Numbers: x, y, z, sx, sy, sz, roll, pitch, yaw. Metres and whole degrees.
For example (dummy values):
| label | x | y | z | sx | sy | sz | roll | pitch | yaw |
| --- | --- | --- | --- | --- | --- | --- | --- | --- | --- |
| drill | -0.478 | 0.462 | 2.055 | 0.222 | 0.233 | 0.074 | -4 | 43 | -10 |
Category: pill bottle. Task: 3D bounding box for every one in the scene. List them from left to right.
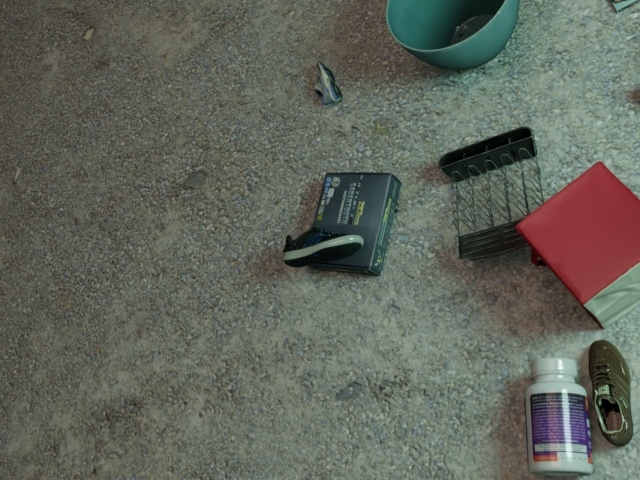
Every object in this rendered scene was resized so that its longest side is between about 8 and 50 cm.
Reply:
| label | x | y | z | sx | sy | sz | roll | pitch | yaw |
| --- | --- | --- | --- | --- | --- | --- | --- | --- | --- |
| pill bottle | 0.414 | 0.309 | 1.312 | 0.108 | 0.108 | 0.193 | -10 | 65 | 30 |

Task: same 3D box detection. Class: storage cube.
| label | x | y | z | sx | sy | sz | roll | pitch | yaw |
| --- | --- | --- | --- | --- | --- | --- | --- | --- | --- |
| storage cube | 0.500 | 0.015 | 1.338 | 0.215 | 0.184 | 0.193 | -40 | 55 | 11 |

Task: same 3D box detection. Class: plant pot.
| label | x | y | z | sx | sy | sz | roll | pitch | yaw |
| --- | --- | --- | --- | --- | --- | --- | --- | --- | --- |
| plant pot | 0.319 | -0.497 | 1.673 | 0.290 | 0.195 | 0.290 | -13 | 64 | 28 |

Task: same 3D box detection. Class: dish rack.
| label | x | y | z | sx | sy | sz | roll | pitch | yaw |
| --- | --- | --- | --- | --- | --- | --- | --- | --- | --- |
| dish rack | 0.353 | -0.089 | 1.524 | 0.208 | 0.074 | 0.271 | -19 | 47 | 27 |

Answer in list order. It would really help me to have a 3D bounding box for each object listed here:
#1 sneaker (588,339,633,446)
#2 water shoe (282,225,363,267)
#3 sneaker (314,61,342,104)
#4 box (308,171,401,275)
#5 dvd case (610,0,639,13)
| label | x | y | z | sx | sy | sz | roll | pitch | yaw |
| --- | --- | --- | --- | --- | --- | --- | --- | --- | --- |
| sneaker | 0.502 | 0.257 | 1.299 | 0.066 | 0.071 | 0.188 | -18 | 61 | 26 |
| water shoe | 0.000 | 0.000 | 1.669 | 0.203 | 0.073 | 0.080 | -15 | 62 | 27 |
| sneaker | 0.005 | -0.404 | 1.932 | 0.058 | 0.052 | 0.135 | -33 | 55 | 22 |
| box | 0.073 | -0.041 | 1.721 | 0.184 | 0.059 | 0.232 | 5 | 74 | 34 |
| dvd case | 0.666 | -0.541 | 1.579 | 0.120 | 0.013 | 0.087 | -25 | 58 | 22 |
